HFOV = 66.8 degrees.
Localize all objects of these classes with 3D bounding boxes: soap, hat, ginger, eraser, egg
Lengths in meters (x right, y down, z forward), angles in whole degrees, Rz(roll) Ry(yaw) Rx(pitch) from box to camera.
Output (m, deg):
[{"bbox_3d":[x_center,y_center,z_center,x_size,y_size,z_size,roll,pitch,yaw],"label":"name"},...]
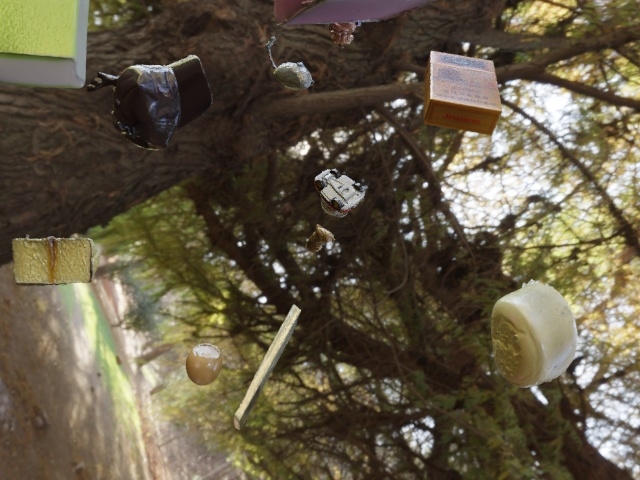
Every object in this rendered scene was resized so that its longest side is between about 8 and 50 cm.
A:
[{"bbox_3d":[0.063,-0.456,0.890,0.181,0.260,0.081,11,-66,57],"label":"soap"},{"bbox_3d":[-0.484,-0.399,1.343,0.336,0.209,0.238,-27,-99,25],"label":"hat"},{"bbox_3d":[-0.002,-0.005,1.330,0.137,0.044,0.057,141,-41,-64],"label":"ginger"},{"bbox_3d":[-0.585,-0.449,0.978,0.092,0.210,0.273,123,-35,-67],"label":"eraser"},{"bbox_3d":[-0.257,0.276,1.068,0.080,0.080,0.096,38,-65,51],"label":"egg"}]

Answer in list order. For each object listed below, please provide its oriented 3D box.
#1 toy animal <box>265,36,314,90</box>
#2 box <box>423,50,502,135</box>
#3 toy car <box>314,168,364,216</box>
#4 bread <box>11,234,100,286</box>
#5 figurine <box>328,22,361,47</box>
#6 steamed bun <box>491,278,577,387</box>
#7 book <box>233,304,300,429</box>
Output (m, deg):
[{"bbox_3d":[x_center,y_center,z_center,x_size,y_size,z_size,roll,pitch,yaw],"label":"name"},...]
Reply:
[{"bbox_3d":[-0.100,-0.492,1.393,0.253,0.079,0.070,52,-8,37],"label":"toy animal"},{"bbox_3d":[0.360,-0.387,1.255,0.076,0.175,0.274,100,3,-46],"label":"box"},{"bbox_3d":[0.043,-0.124,1.382,0.139,0.112,0.112,43,-32,16],"label":"toy car"},{"bbox_3d":[-0.949,0.078,1.751,0.142,0.266,0.178,132,-42,-78],"label":"bread"},{"bbox_3d":[0.067,-0.695,1.560,0.126,0.114,0.157,33,-42,7],"label":"figurine"},{"bbox_3d":[0.596,0.255,1.320,0.166,0.232,0.272,-170,-108,-67],"label":"steamed bun"},{"bbox_3d":[-0.129,0.311,1.175,0.026,0.289,0.201,26,-28,6],"label":"book"}]
